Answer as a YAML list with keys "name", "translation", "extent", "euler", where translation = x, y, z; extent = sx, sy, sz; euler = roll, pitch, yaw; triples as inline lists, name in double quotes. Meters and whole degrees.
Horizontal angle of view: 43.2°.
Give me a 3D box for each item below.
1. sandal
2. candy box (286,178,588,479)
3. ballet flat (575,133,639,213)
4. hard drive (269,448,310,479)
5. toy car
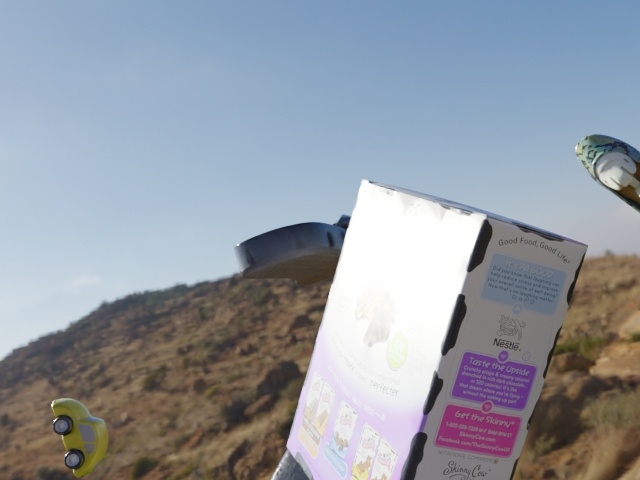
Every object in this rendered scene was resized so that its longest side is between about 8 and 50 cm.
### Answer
- name: "sandal"
  translation: [0.001, 0.000, 0.728]
  extent: [0.097, 0.054, 0.254]
  euler: [-19, -10, 12]
- name: "candy box"
  translation: [0.058, 0.072, 0.493]
  extent: [0.070, 0.196, 0.165]
  euler: [14, 6, -22]
- name: "ballet flat"
  translation: [0.422, -0.075, 1.076]
  extent: [0.070, 0.188, 0.070]
  euler: [-54, -6, -8]
- name: "hard drive"
  translation: [0.033, 0.252, 0.701]
  extent: [0.254, 0.054, 0.172]
  euler: [2, 53, 51]
- name: "toy car"
  translation: [-0.250, 0.319, 0.953]
  extent: [0.053, 0.239, 0.225]
  euler: [-21, 26, -8]
